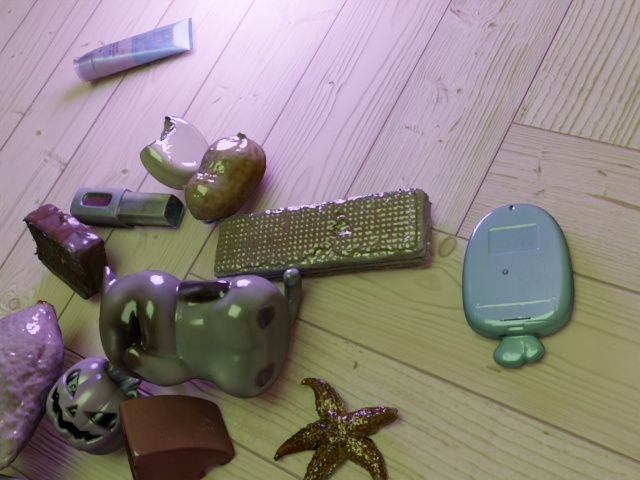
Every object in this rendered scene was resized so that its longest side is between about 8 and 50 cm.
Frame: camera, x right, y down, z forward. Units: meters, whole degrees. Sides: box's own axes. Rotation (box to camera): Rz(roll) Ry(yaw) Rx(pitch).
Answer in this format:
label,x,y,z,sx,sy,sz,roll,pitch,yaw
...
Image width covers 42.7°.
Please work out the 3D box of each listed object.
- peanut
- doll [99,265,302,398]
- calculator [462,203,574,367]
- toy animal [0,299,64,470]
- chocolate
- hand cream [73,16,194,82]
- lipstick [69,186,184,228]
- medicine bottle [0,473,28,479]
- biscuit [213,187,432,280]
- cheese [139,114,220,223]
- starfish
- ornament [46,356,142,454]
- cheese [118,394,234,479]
label,x,y,z,sx,sy,sz,roll,pitch,yaw
peanut,-0.191,-0.129,1.655,0.129,0.129,0.224,7,53,28
doll,-0.220,0.158,1.451,0.371,0.214,0.226,-1,25,2
calculator,0.327,0.068,1.366,0.184,0.042,0.295,-8,60,22
toy animal,-0.607,0.269,1.556,0.227,0.188,0.358,-20,38,36
chocolate,-0.531,0.018,1.743,0.214,0.148,0.093,30,53,31
hand cream,-0.457,-0.468,2.021,0.312,0.070,0.111,-17,55,12
lipstick,-0.420,-0.068,1.778,0.253,0.077,0.078,5,66,26
medicine bottle,-0.616,0.520,1.461,0.379,0.213,0.213,5,66,21
biscuit,0.000,0.000,1.538,0.426,0.078,0.143,-9,61,23
cheese,-0.273,-0.151,1.743,0.249,0.163,0.071,45,133,3
starfish,0.023,0.325,1.376,0.227,0.043,0.240,-36,52,3
ornament,-0.408,0.300,1.514,0.178,0.177,0.177,-11,60,20
cheese,-0.250,0.365,1.447,0.177,0.202,0.128,-13,48,-18
